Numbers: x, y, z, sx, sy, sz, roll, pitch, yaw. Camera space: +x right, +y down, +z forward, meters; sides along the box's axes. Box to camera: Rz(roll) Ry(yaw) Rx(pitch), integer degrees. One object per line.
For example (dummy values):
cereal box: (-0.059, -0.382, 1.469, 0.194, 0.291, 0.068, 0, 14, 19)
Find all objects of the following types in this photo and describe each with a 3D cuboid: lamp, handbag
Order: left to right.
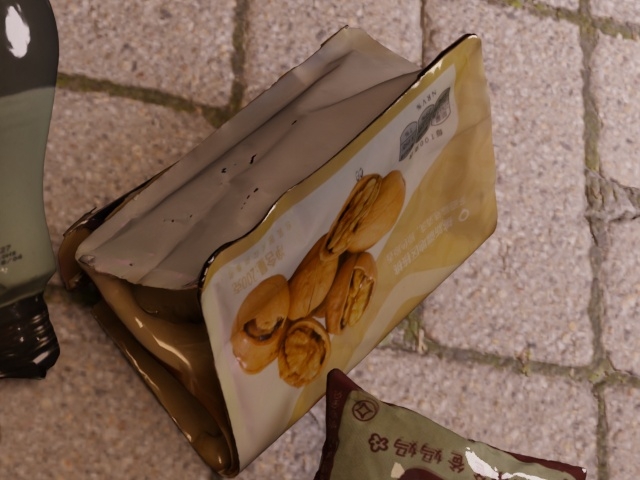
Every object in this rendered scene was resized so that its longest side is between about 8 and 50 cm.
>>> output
lamp: (-0.265, -0.060, 1.004, 0.182, 0.182, 0.314, -1, 91, -25)
handbag: (0.074, 0.232, 1.059, 0.213, 0.127, 0.235, 24, 65, -17)

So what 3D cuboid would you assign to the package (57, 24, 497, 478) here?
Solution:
package: (-0.025, -0.016, 1.112, 0.165, 0.221, 0.311, 28, 55, 33)
